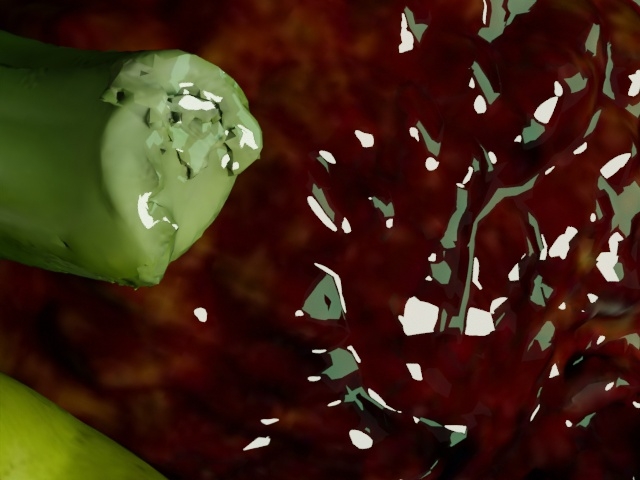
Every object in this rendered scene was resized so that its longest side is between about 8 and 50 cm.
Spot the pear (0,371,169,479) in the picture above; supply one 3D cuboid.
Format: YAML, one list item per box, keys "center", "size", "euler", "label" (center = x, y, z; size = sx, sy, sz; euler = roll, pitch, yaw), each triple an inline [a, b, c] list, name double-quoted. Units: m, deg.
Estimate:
- center: [-0.143, 0.170, 0.502]
  size: [0.294, 0.294, 0.294]
  euler: [-6, 90, -80]
  label: "pear"

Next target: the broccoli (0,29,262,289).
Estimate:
- center: [-0.147, -0.034, 0.563]
  size: [0.145, 0.304, 0.165]
  euler: [-16, 110, -51]
  label: "broccoli"

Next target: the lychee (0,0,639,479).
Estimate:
- center: [0.000, 0.000, 0.835]
  size: [0.424, 0.500, 0.425]
  euler: [-26, 127, -40]
  label: "lychee"
